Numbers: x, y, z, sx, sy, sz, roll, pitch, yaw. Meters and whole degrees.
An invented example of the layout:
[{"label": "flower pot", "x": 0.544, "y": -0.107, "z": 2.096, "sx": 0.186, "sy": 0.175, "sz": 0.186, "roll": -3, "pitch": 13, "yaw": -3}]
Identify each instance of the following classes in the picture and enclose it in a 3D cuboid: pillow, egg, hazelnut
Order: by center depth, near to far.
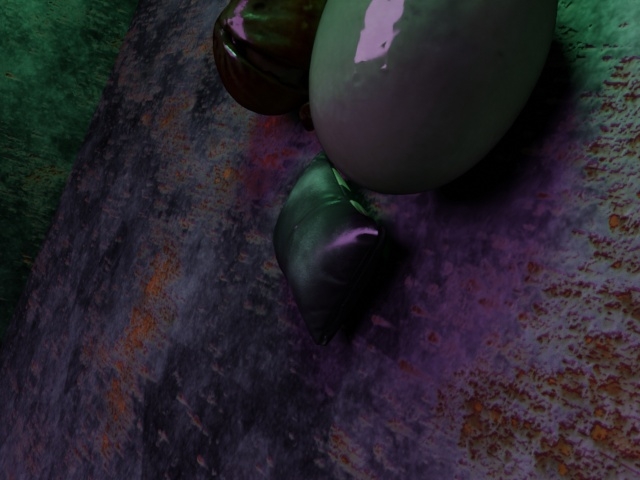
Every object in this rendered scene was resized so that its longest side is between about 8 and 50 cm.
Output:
[{"label": "egg", "x": 0.123, "y": -0.220, "z": 0.833, "sx": 0.258, "sy": 0.258, "sz": 0.352, "roll": 26, "pitch": 93, "yaw": 57}, {"label": "pillow", "x": 0.000, "y": 0.000, "z": 1.022, "sx": 0.186, "sy": 0.106, "sz": 0.250, "roll": -63, "pitch": 30, "yaw": 21}, {"label": "hazelnut", "x": -0.084, "y": -0.343, "z": 1.246, "sx": 0.252, "sy": 0.217, "sz": 0.217, "roll": -63, "pitch": 33, "yaw": 14}]

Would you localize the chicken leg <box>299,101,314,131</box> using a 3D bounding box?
[{"label": "chicken leg", "x": 0.038, "y": -0.240, "z": 1.073, "sx": 0.177, "sy": 0.083, "sz": 0.323, "roll": 60, "pitch": 151, "yaw": 32}]
